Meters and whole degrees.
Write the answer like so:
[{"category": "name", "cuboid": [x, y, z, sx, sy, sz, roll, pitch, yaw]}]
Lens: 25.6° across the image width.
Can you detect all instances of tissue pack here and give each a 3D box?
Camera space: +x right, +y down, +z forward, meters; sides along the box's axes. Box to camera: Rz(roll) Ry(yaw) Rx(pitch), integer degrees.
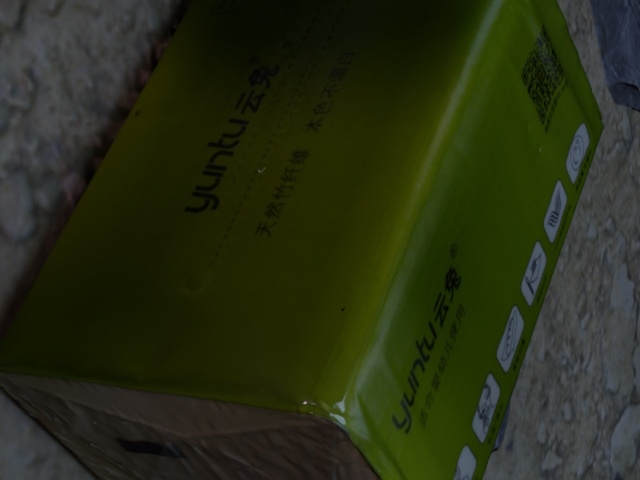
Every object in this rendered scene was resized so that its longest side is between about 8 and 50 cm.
[{"category": "tissue pack", "cuboid": [0.000, 0.000, 0.713, 0.167, 0.200, 0.275, 57, 48, -42]}]
